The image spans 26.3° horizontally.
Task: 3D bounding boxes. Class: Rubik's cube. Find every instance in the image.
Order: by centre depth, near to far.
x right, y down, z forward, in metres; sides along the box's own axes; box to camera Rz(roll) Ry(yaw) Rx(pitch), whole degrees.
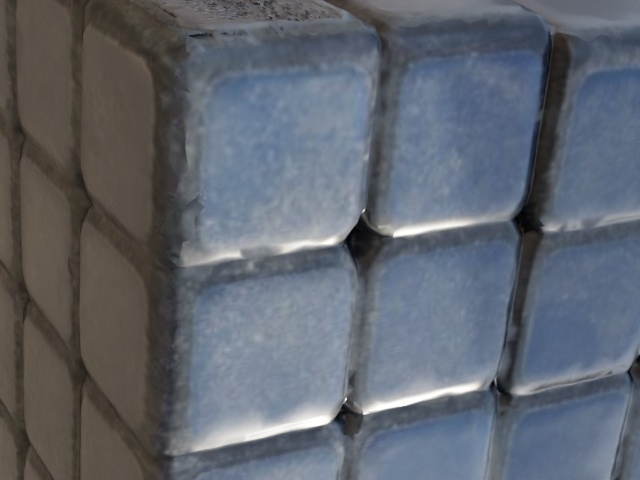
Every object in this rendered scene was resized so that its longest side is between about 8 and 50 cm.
[{"bbox_3d":[0.000,0.000,0.719,0.343,0.337,0.345,38,-51,52],"label":"Rubik's cube"}]
